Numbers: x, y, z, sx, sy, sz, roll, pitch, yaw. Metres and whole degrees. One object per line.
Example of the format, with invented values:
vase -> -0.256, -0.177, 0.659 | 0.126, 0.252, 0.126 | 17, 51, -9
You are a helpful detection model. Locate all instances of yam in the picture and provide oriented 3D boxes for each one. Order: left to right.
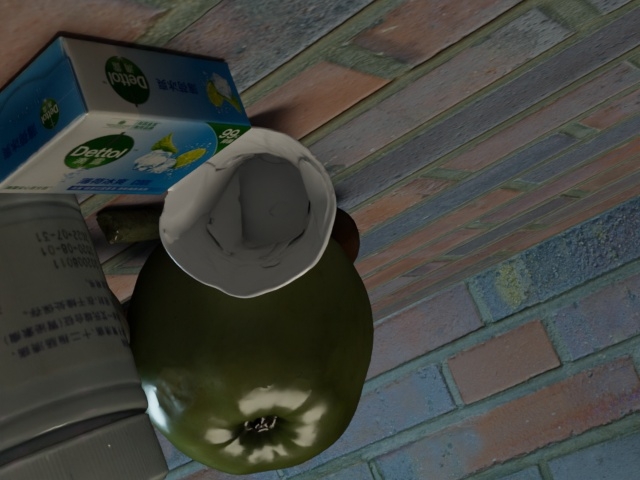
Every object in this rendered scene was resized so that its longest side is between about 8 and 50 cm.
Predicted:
yam -> -0.226, -0.018, 1.140 | 0.094, 0.043, 0.043 | -10, 162, -48

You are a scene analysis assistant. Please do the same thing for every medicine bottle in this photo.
medicine bottle -> -0.292, 0.125, 0.960 | 0.190, 0.332, 0.190 | -21, 167, -5

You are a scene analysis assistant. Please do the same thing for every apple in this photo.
apple -> -0.095, 0.139, 1.260 | 0.357, 0.357, 0.357 | -21, 167, -5

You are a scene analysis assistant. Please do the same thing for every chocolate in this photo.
chocolate -> 0.000, 0.000, 1.431 | 0.127, 0.124, 0.133 | -31, -162, 32

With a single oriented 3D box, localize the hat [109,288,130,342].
hat -> -0.311, 0.097, 1.219 | 0.164, 0.219, 0.226 | -45, -177, 10

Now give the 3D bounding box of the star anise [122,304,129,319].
star anise -> -0.364, 0.177, 1.601 | 0.231, 0.089, 0.209 | -23, 156, -21

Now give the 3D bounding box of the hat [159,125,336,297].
hat -> -0.073, -0.038, 1.078 | 0.203, 0.203, 0.126 | -25, -178, 12

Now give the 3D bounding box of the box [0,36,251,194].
box -> -0.177, -0.100, 0.814 | 0.139, 0.073, 0.194 | -30, 165, 33
